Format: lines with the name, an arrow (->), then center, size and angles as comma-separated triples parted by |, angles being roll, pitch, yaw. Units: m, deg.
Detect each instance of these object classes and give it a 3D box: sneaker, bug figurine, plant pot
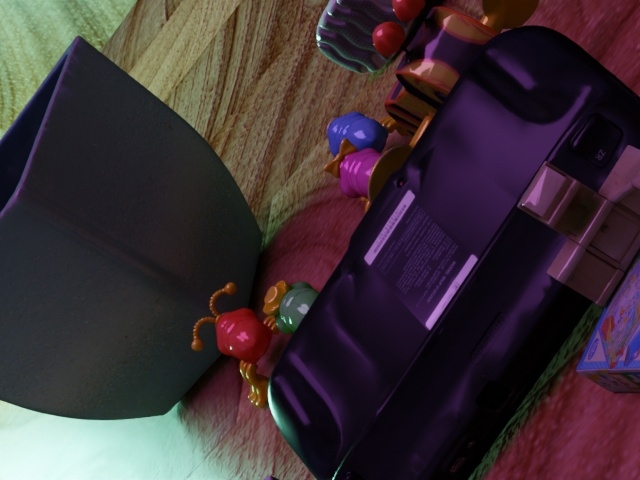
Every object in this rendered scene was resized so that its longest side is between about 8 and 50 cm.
sneaker -> 0.084, -0.278, 1.749 | 0.281, 0.105, 0.115 | -45, 22, 41
bug figurine -> 0.000, 0.000, 1.570 | 0.279, 0.072, 0.216 | -61, 17, -6
plant pot -> -0.198, 0.020, 1.795 | 0.248, 0.252, 0.247 | -48, 19, 35

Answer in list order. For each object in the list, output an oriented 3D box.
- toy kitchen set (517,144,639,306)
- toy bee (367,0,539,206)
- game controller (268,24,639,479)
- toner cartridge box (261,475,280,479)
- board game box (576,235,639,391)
toy kitchen set -> 0.152, -0.011, 1.048 | 0.083, 0.068, 0.075 | -58, 16, 4
toy bee -> 0.103, -0.117, 1.320 | 0.298, 0.162, 0.195 | -30, 31, 59
game controller -> 0.082, 0.026, 1.196 | 0.319, 0.067, 0.166 | -57, 40, 18
toner cartridge box -> -0.078, 0.327, 1.169 | 0.165, 0.075, 0.348 | -37, 31, 43
board game box -> 0.201, 0.007, 1.047 | 0.154, 0.026, 0.103 | -63, 16, -13
